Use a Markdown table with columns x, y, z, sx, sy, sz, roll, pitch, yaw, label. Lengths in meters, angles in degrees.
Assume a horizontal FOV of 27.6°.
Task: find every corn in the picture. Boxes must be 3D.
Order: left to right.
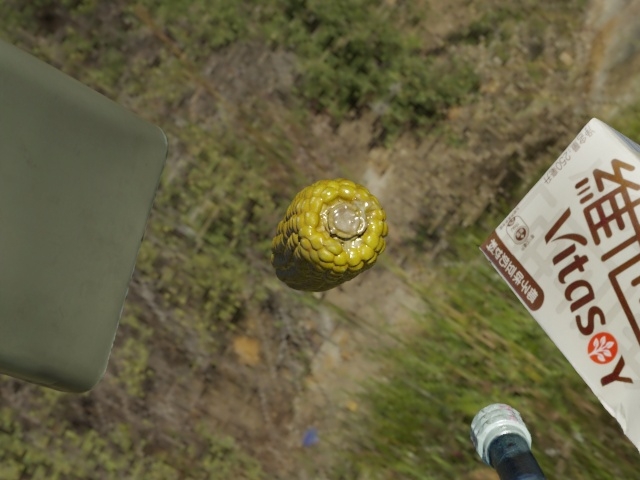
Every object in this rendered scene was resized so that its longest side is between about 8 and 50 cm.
| x | y | z | sx | sy | sz | roll | pitch | yaw | label |
| --- | --- | --- | --- | --- | --- | --- | --- | --- | --- |
| 0.000 | 0.000 | 1.066 | 0.080 | 0.080 | 0.231 | -61 | 5 | -10 | corn |

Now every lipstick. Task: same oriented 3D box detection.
| x | y | z | sx | sy | sz | roll | pitch | yaw | label |
| --- | --- | --- | --- | --- | --- | --- | --- | --- | --- |
| 0.120 | 0.139 | 0.791 | 0.037 | 0.037 | 0.116 | -51 | 16 | 10 | lipstick |

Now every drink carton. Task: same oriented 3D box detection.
| x | y | z | sx | sy | sz | roll | pitch | yaw | label |
| --- | --- | --- | --- | --- | --- | --- | --- | --- | --- |
| 0.323 | 0.049 | 1.299 | 0.194 | 0.132 | 0.325 | -52 | 43 | 19 | drink carton |

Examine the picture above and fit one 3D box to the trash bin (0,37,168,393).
| x | y | z | sx | sy | sz | roll | pitch | yaw | label |
| --- | --- | --- | --- | --- | --- | --- | --- | --- | --- |
| -0.197 | -0.028 | 0.656 | 0.122 | 0.240 | 0.164 | 13 | 81 | 23 | trash bin |
